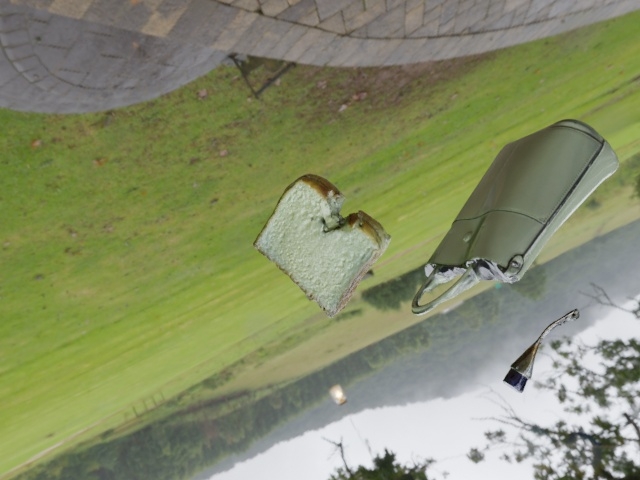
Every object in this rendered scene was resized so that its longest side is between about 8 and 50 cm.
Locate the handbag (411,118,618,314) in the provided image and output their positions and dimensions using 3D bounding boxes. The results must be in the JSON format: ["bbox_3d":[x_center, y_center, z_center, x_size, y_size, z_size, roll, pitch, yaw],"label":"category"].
[{"bbox_3d":[0.244,-0.007,0.741,0.315,0.109,0.241,-53,-174,-11],"label":"handbag"}]

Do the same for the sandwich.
[{"bbox_3d":[0.001,0.000,1.262,0.249,0.273,0.095,-56,166,28],"label":"sandwich"}]

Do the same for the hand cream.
[{"bbox_3d":[0.357,0.174,0.882,0.163,0.039,0.062,-49,151,-6],"label":"hand cream"}]
